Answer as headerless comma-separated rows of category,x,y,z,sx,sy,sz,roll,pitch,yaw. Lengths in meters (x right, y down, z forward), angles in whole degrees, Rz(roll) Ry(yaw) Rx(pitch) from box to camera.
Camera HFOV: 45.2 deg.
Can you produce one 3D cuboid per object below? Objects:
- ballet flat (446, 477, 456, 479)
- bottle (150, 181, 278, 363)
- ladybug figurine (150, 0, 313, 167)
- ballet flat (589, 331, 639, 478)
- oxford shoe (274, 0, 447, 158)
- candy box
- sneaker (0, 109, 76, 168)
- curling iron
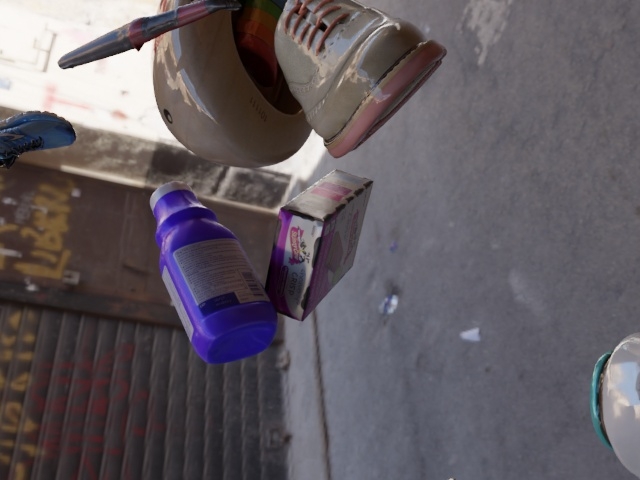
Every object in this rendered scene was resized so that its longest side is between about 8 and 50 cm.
ballet flat,0.100,0.338,0.866,0.168,0.052,0.057,-61,10,-2
bottle,-0.162,0.036,1.069,0.283,0.118,0.092,58,143,33
ladybug figurine,-0.124,-0.287,1.134,0.162,0.305,0.449,-16,43,30
ballet flat,0.369,0.134,0.574,0.139,0.400,0.139,-20,64,51
oxford shoe,0.011,-0.184,0.782,0.140,0.146,0.397,-44,13,0
candy box,0.000,0.000,1.150,0.233,0.071,0.159,-44,-30,-62
sneaker,-0.406,-0.123,1.020,0.063,0.162,0.073,105,150,-56
curling iron,-0.206,-0.245,0.908,0.068,0.274,0.035,-39,-68,-62
